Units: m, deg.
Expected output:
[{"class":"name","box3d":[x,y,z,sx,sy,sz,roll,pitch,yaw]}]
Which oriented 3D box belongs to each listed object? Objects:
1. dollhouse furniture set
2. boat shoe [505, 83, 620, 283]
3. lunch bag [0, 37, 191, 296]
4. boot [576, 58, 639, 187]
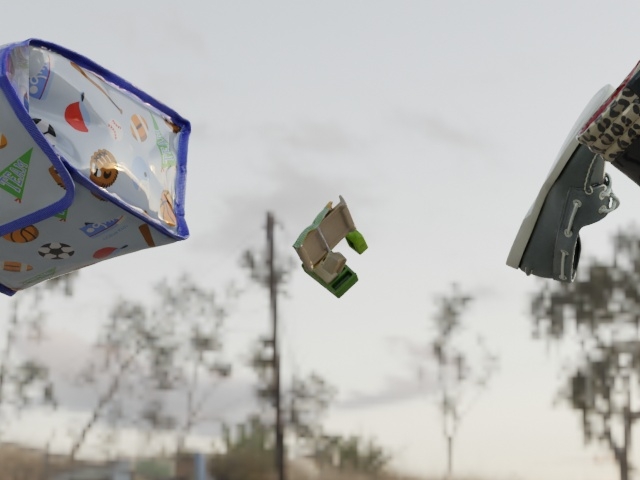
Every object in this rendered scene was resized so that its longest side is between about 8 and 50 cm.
[{"class":"dollhouse furniture set","box3d":[0.000,0.000,1.725,0.058,0.076,0.152,40,-12,29]},{"class":"boat shoe","box3d":[0.334,-0.065,2.039,0.099,0.116,0.319,28,-45,7]},{"class":"lunch bag","box3d":[-0.403,-0.096,2.071,0.327,0.239,0.385,-17,-29,25]},{"class":"boot","box3d":[0.330,-0.094,1.250,0.236,0.178,0.085,-49,-1,35]}]
